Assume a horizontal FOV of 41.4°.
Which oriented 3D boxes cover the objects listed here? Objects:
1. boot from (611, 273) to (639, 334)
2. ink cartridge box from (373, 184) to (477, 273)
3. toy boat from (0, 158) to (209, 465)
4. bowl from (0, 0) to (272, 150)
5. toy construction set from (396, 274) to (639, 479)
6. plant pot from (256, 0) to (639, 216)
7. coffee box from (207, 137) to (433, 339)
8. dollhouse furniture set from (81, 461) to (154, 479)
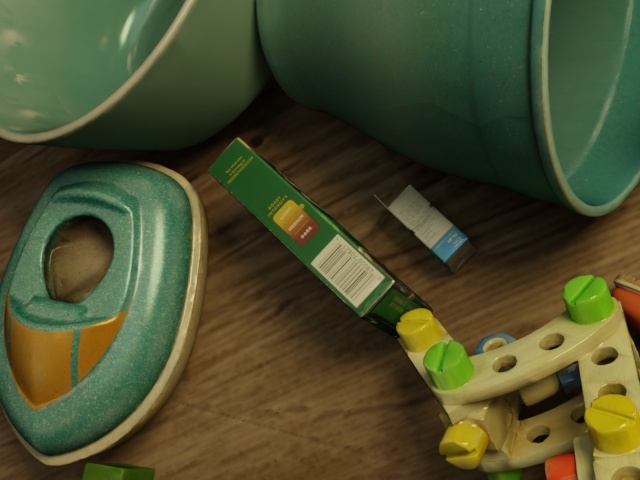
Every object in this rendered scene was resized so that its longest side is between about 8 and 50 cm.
[{"bbox_3d":[0.254,0.095,0.599,0.084,0.059,0.158,-46,68,8],"label":"boot"},{"bbox_3d":[0.085,-0.014,0.686,0.028,0.048,0.083,-46,68,3],"label":"ink cartridge box"},{"bbox_3d":[-0.258,0.049,0.729,0.319,0.148,0.267,4,76,20],"label":"toy boat"},{"bbox_3d":[-0.143,-0.202,0.725,0.312,0.163,0.311,-13,67,34],"label":"bowl"},{"bbox_3d":[0.148,0.154,0.500,0.215,0.151,0.327,-17,43,20],"label":"toy construction set"},{"bbox_3d":[0.102,-0.170,0.619,0.255,0.272,0.271,13,81,36],"label":"plant pot"},{"bbox_3d":[0.000,0.000,0.672,0.040,0.113,0.184,-49,62,2],"label":"coffee box"},{"bbox_3d":[-0.173,0.263,0.697,0.076,0.058,0.151,5,78,20],"label":"dollhouse furniture set"}]
